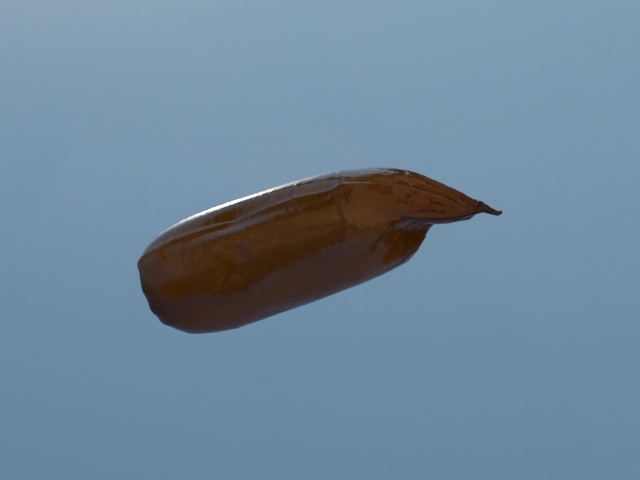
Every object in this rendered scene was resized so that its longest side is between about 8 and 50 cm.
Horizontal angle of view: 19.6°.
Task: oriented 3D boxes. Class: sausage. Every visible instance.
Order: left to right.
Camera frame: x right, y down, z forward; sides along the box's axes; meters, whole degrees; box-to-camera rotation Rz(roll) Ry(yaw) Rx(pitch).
[{"bbox_3d":[-0.002,-0.002,1.588,0.112,0.328,0.112,44,-143,-47],"label":"sausage"}]
